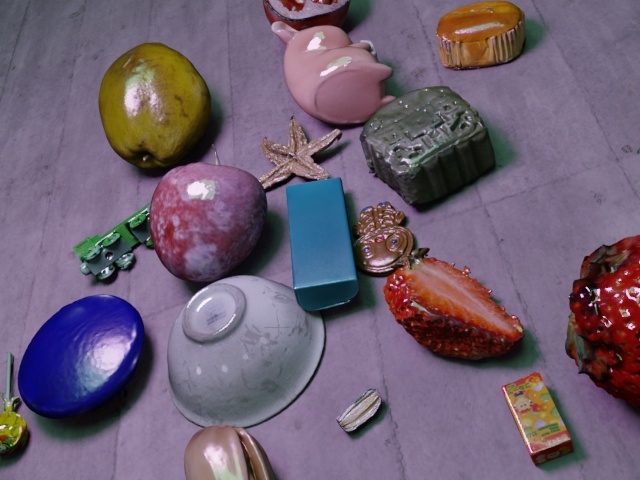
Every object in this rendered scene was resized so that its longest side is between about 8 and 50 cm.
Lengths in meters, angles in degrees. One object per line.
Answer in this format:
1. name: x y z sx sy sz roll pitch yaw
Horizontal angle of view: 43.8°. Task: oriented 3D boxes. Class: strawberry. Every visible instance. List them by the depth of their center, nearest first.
1. strawberry: 0.480 0.116 1.066 0.288 0.238 0.250 6 34 18
2. strawberry: 0.199 0.123 1.300 0.175 0.107 0.236 -3 39 -27

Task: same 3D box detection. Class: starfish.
1. starfish: -0.062 -0.178 1.722 0.240 0.043 0.227 -32 43 2

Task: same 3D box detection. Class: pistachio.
1. pistachio: -0.137 0.374 1.220 0.144 0.144 0.215 -27 50 2

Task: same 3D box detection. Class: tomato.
1. tomato: -0.035 -0.568 1.967 0.214 0.155 0.181 -10 62 -8

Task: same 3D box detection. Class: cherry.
1. cherry: -0.220 -0.055 1.577 0.236 0.213 0.285 -14 65 50

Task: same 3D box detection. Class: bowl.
1. bowl: -0.163 0.161 1.405 0.313 0.146 0.313 -14 46 16

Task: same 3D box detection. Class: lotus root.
1. lotus root: 0.065 0.274 1.275 0.083 0.030 0.037 -40 77 -6

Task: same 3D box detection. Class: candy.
1. candy: 0.315 0.258 1.161 0.062 0.038 0.122 -23 46 6
2. candy: -0.612 0.312 1.561 0.077 0.073 0.262 -13 37 -10

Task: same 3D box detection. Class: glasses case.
1. glasses case: 0.002 0.000 1.501 0.117 0.070 0.301 -9 39 3

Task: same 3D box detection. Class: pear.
1. pear: -0.389 -0.317 1.867 0.269 0.269 0.321 -12 61 17

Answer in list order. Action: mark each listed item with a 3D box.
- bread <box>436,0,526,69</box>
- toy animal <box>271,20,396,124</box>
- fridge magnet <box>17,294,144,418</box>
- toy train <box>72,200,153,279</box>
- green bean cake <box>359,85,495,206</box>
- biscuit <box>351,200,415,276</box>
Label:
1. bread: 0.344 -0.449 1.717 0.190 0.114 0.132 -1 49 19
2. toy animal: 0.026 -0.379 1.752 0.213 0.195 0.256 -20 43 -2
3. fridge magnet: -0.452 0.221 1.516 0.265 0.113 0.265 -14 46 15
4. toy train: -0.420 -0.013 1.733 0.251 0.085 0.119 -37 30 -12
5. green bean cake: 0.200 -0.190 1.554 0.222 0.125 0.227 -31 40 -3
6. biscuit: 0.112 -0.005 1.498 0.124 0.026 0.175 -18 46 10
